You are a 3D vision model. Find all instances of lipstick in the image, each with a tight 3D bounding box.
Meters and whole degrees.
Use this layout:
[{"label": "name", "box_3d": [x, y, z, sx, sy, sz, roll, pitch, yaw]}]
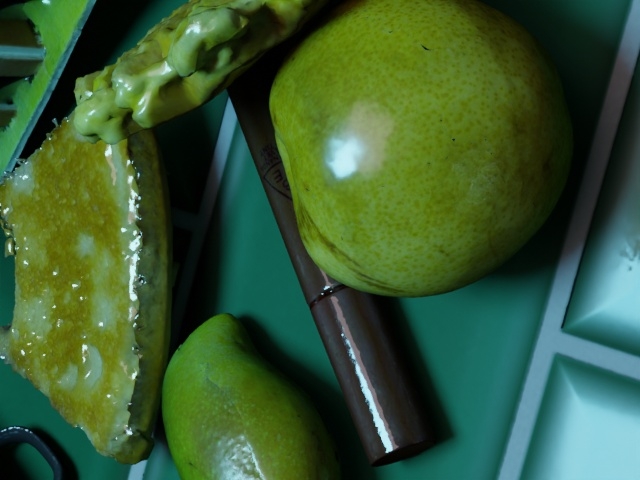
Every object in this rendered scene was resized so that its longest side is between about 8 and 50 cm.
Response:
[{"label": "lipstick", "box_3d": [0.000, 0.000, 0.933, 0.057, 0.057, 0.357, -32, 68, 27]}]

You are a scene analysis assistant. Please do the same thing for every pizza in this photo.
[{"label": "pizza", "box_3d": [-0.198, 0.025, 1.041, 0.223, 0.089, 0.323, -1, 89, 44]}]

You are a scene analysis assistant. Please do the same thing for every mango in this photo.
[{"label": "mango", "box_3d": [-0.054, 0.152, 0.923, 0.125, 0.111, 0.233, -30, 56, 15]}]

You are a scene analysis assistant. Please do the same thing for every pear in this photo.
[{"label": "pear", "box_3d": [0.070, -0.069, 0.812, 0.209, 0.209, 0.209, -5, 82, 33]}]

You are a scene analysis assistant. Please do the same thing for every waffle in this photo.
[{"label": "waffle", "box_3d": [-0.042, -0.181, 0.859, 0.302, 0.325, 0.068, -35, 107, 16]}]

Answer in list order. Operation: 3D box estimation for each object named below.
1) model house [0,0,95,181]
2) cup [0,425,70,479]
[{"label": "model house", "box_3d": [-0.369, -0.161, 1.002, 0.300, 0.323, 0.340, -52, 55, 38]}, {"label": "cup", "box_3d": [-0.340, 0.242, 1.087, 0.223, 0.169, 0.176, -30, 55, -10]}]
